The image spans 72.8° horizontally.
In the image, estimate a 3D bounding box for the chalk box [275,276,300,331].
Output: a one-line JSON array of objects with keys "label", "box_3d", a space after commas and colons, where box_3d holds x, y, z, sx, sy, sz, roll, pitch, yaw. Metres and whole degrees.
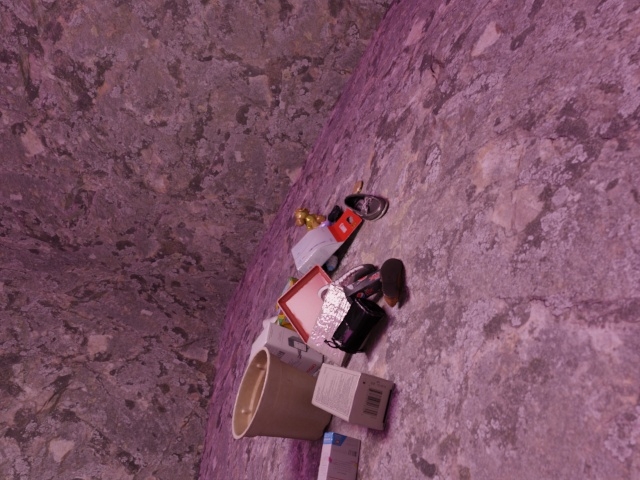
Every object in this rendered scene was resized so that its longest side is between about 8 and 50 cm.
[{"label": "chalk box", "box_3d": [-0.104, 0.310, 2.155, 0.180, 0.179, 0.289, -63, 18, 11]}]

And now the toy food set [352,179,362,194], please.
[{"label": "toy food set", "box_3d": [0.194, -0.275, 2.270, 0.083, 0.020, 0.083, -33, 38, 60]}]

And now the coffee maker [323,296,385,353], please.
[{"label": "coffee maker", "box_3d": [0.127, 0.301, 1.527, 0.171, 0.120, 0.178, -2, -56, -61]}]

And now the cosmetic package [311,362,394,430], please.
[{"label": "cosmetic package", "box_3d": [0.098, 0.502, 1.422, 0.296, 0.129, 0.153, -19, 52, 66]}]

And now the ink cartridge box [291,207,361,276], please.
[{"label": "ink cartridge box", "box_3d": [0.019, -0.017, 2.179, 0.385, 0.091, 0.308, -49, 17, 7]}]

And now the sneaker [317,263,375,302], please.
[{"label": "sneaker", "box_3d": [0.129, 0.220, 1.772, 0.281, 0.106, 0.163, -35, 64, 27]}]

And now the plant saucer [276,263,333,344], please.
[{"label": "plant saucer", "box_3d": [-0.028, 0.279, 1.906, 0.259, 0.048, 0.258, -42, 59, 3]}]

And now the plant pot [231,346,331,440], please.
[{"label": "plant pot", "box_3d": [-0.130, 0.614, 1.653, 0.334, 0.305, 0.334, -56, 20, 33]}]

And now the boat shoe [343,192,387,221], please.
[{"label": "boat shoe", "box_3d": [0.196, -0.160, 1.998, 0.112, 0.095, 0.335, -67, 18, 0]}]

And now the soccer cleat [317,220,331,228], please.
[{"label": "soccer cleat", "box_3d": [0.000, 0.000, 2.424, 0.248, 0.083, 0.095, -56, 42, 27]}]

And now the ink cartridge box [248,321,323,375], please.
[{"label": "ink cartridge box", "box_3d": [-0.149, 0.497, 1.906, 0.198, 0.272, 0.115, -53, 20, 37]}]

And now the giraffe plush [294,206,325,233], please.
[{"label": "giraffe plush", "box_3d": [-0.078, -0.127, 2.628, 0.181, 0.170, 0.211, -47, 27, 48]}]

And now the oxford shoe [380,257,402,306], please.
[{"label": "oxford shoe", "box_3d": [0.248, 0.145, 1.532, 0.212, 0.075, 0.076, -72, -24, -48]}]

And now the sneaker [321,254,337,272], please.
[{"label": "sneaker", "box_3d": [0.014, 0.121, 2.200, 0.086, 0.085, 0.237, -67, 16, -16]}]

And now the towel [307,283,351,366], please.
[{"label": "towel", "box_3d": [0.067, 0.324, 1.701, 0.187, 0.049, 0.283, 23, 92, 36]}]

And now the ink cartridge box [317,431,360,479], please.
[{"label": "ink cartridge box", "box_3d": [0.055, 0.700, 1.340, 0.061, 0.104, 0.182, -42, 30, 53]}]

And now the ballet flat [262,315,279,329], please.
[{"label": "ballet flat", "box_3d": [-0.210, 0.484, 2.321, 0.139, 0.139, 0.400, -64, 24, 10]}]

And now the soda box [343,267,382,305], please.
[{"label": "soda box", "box_3d": [0.170, 0.173, 1.613, 0.168, 0.053, 0.060, -29, 29, 11]}]

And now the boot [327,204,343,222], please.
[{"label": "boot", "box_3d": [0.082, -0.128, 2.385, 0.121, 0.045, 0.099, -61, 25, 25]}]
